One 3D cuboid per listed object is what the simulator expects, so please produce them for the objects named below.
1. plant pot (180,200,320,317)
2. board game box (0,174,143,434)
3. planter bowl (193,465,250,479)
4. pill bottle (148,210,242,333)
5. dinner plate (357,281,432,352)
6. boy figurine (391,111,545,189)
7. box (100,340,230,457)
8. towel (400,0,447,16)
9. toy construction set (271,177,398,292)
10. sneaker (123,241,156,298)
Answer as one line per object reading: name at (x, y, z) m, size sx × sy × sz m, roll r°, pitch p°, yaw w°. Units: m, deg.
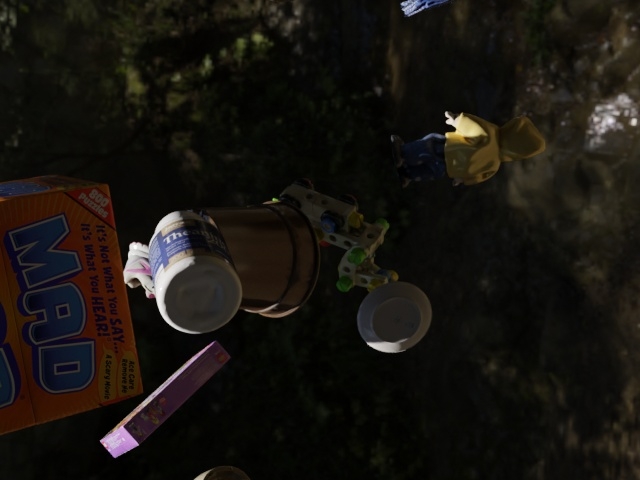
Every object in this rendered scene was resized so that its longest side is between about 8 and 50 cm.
plant pot at (-0.116, 0.022, 1.151) m, size 0.165 × 0.167 × 0.167 m, roll 5°, pitch -88°, yaw -50°
board game box at (-0.549, 0.097, 1.443) m, size 0.356 × 0.356 × 0.356 m, roll 12°, pitch 112°, yaw 59°
planter bowl at (-0.179, 0.485, 1.575) m, size 0.162 × 0.162 × 0.109 m, roll -84°, pitch 9°, yaw -49°
pill bottle at (-0.107, 0.020, 0.707) m, size 0.120 × 0.067 × 0.067 m, roll -123°, pitch 35°, yaw -61°
dinner plate at (0.138, 0.143, 1.568) m, size 0.017 × 0.141 × 0.141 m, roll -117°, pitch 32°, yaw -69°
boy figurine at (0.279, -0.179, 1.628) m, size 0.092 × 0.285 × 0.177 m, roll -90°, pitch -16°, yaw -45°
box at (-0.352, 0.360, 1.942) m, size 0.293 × 0.057 × 0.201 m, roll -42°, pitch 3°, yaw -35°
towel at (0.259, -0.431, 1.428) m, size 0.336 × 0.243 × 0.040 m, roll -87°, pitch -19°, yaw -78°
toy construction set at (0.000, 0.000, 1.734) m, size 0.215 × 0.328 × 0.151 m, roll 86°, pitch -161°, yaw -45°
sneaker at (-0.352, 0.094, 2.002) m, size 0.103 × 0.252 × 0.111 m, roll 56°, pitch -128°, yaw -63°
